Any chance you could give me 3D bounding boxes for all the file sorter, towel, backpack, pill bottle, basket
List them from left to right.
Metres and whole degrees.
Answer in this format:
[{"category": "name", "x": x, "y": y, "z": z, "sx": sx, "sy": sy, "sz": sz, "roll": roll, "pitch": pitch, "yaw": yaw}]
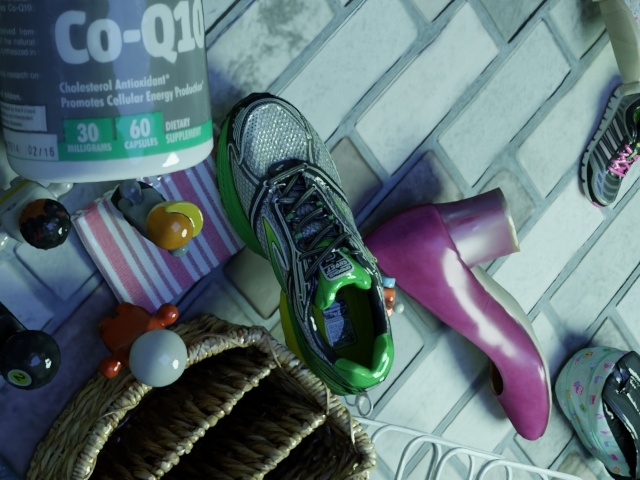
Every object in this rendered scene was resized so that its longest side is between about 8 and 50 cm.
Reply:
[{"category": "pill bottle", "x": -0.214, "y": -0.248, "z": 1.385, "sx": 0.204, "sy": 0.204, "sz": 0.361, "roll": -13, "pitch": 106, "yaw": -32}, {"category": "towel", "x": -0.161, "y": -0.020, "z": 1.578, "sx": 0.197, "sy": 0.029, "sz": 0.144, "roll": -37, "pitch": 117, "yaw": -21}, {"category": "basket", "x": -0.130, "y": 0.229, "z": 1.527, "sx": 0.299, "sy": 0.223, "sz": 0.213, "roll": -41, "pitch": 120, "yaw": -21}, {"category": "file sorter", "x": 0.143, "y": 0.321, "z": 1.706, "sx": 0.193, "sy": 0.278, "sz": 0.173, "roll": 18, "pitch": 84, "yaw": -36}, {"category": "backpack", "x": 0.400, "y": 0.226, "z": 1.962, "sx": 0.152, "sy": 0.115, "sz": 0.182, "roll": -53, "pitch": 123, "yaw": -29}]

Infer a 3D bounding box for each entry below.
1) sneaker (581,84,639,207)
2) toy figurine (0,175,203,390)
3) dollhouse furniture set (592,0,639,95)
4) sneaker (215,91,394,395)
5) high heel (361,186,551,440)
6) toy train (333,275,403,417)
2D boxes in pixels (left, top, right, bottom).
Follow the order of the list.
[{"category": "sneaker", "x": 0.400, "y": -0.122, "z": 1.916, "sx": 0.063, "sy": 0.075, "sz": 0.170, "roll": 24, "pitch": 85, "yaw": -36}, {"category": "toy figurine", "x": -0.229, "y": 0.040, "z": 1.445, "sx": 0.213, "sy": 0.148, "sz": 0.209, "roll": 5, "pitch": 102, "yaw": -28}, {"category": "dollhouse furniture set", "x": 0.428, "y": -0.295, "z": 1.797, "sx": 0.303, "sy": 0.174, "sz": 0.355, "roll": -24, "pitch": 99, "yaw": -28}, {"category": "sneaker", "x": 0.000, "y": 0.000, "z": 1.550, "sx": 0.134, "sy": 0.146, "sz": 0.343, "roll": -25, "pitch": 94, "yaw": -17}, {"category": "high heel", "x": 0.173, "y": 0.112, "z": 1.813, "sx": 0.181, "sy": 0.127, "sz": 0.377, "roll": -17, "pitch": 116, "yaw": -1}, {"category": "toy train", "x": 0.033, "y": 0.114, "z": 1.679, "sx": 0.046, "sy": 0.125, "sz": 0.166, "roll": 7, "pitch": 99, "yaw": -34}]
